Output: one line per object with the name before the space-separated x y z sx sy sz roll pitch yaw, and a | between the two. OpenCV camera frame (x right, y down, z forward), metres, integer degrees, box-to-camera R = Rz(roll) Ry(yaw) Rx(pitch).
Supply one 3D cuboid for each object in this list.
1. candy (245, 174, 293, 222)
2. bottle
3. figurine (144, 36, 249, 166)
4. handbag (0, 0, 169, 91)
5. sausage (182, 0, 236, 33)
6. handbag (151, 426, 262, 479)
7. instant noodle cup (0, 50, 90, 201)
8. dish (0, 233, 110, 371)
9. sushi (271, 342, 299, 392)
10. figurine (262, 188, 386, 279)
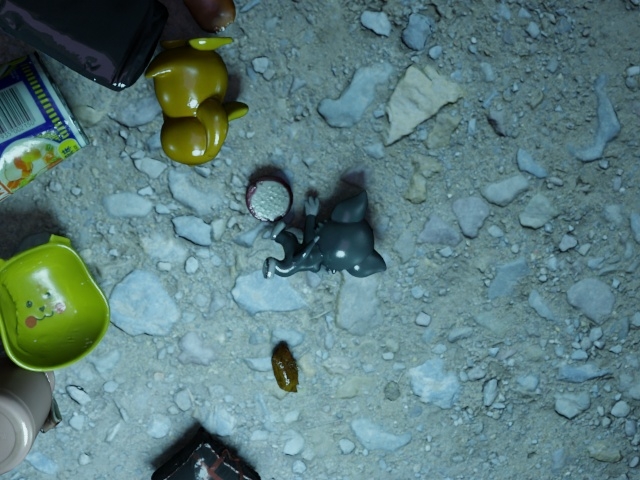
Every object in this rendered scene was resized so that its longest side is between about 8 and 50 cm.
candy | -0.109 -0.088 1.616 0.103 0.043 0.103 -3 106 -11
bottle | -0.613 0.335 1.496 0.173 0.297 0.206 -36 104 0
figurine | -0.245 -0.272 1.463 0.215 0.215 0.228 -25 120 -4
handbag | -0.422 -0.420 1.339 0.301 0.275 0.178 30 107 -18
sausage | -0.268 -0.533 1.445 0.089 0.083 0.300 -37 111 -1
handbag | -0.247 0.541 1.698 0.215 0.155 0.169 43 86 -16
instant noodle cup | -0.610 -0.193 1.388 0.312 0.284 0.284 -30 109 -11
dish | -0.562 0.125 1.529 0.221 0.108 0.263 -30 111 -35
sushi | -0.075 0.293 1.718 0.060 0.061 0.118 -22 114 -40
figurine | -0.001 0.001 1.607 0.265 0.140 0.193 -14 97 -38
